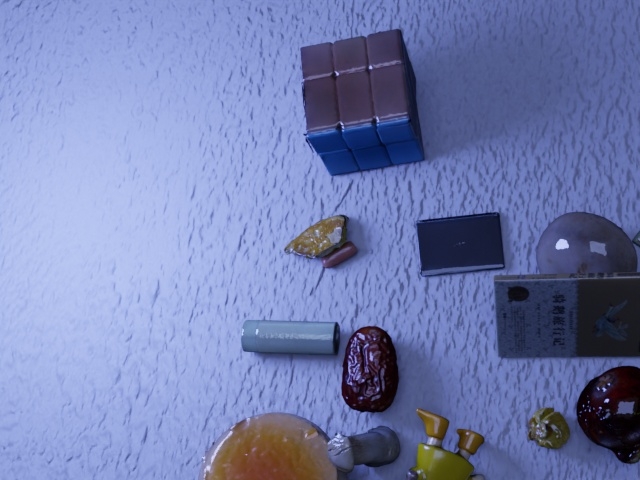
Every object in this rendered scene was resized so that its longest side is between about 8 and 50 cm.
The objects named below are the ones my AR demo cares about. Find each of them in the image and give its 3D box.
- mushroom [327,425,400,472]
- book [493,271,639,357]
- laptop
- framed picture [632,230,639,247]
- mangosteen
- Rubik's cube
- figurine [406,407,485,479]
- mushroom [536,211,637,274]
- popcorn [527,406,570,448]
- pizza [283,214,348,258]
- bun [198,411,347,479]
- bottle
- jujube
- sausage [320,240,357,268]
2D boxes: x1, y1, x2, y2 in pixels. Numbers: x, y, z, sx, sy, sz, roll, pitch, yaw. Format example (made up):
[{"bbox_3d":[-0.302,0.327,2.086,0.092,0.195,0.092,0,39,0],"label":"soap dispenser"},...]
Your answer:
[{"bbox_3d":[0.087,0.402,1.760,0.092,0.223,0.081,-2,83,25],"label":"mushroom"},{"bbox_3d":[0.495,0.147,1.765,0.311,0.216,0.021,-2,39,12],"label":"book"},{"bbox_3d":[0.297,0.007,1.945,0.180,0.016,0.129,-6,71,11],"label":"laptop"},{"bbox_3d":[0.805,-0.002,1.837,0.274,0.017,0.217,36,84,20],"label":"framed picture"},{"bbox_3d":[0.577,0.331,1.715,0.166,0.166,0.180,-42,94,-3],"label":"mangosteen"},{"bbox_3d":[0.092,-0.292,1.973,0.225,0.231,0.221,-9,70,11],"label":"Rubik's cube"},{"bbox_3d":[0.194,0.504,1.731,0.215,0.187,0.343,21,71,3],"label":"figurine"},{"bbox_3d":[0.540,0.030,1.812,0.204,0.204,0.204,-4,72,11],"label":"mushroom"},{"bbox_3d":[0.441,0.364,1.767,0.084,0.084,0.084,-4,72,11],"label":"popcorn"},{"bbox_3d":[0.000,0.000,1.991,0.160,0.035,0.099,-33,45,-1],"label":"pizza"},{"bbox_3d":[-0.094,0.492,1.798,0.299,0.164,0.298,-2,58,3],"label":"bun"},{"bbox_3d":[-0.063,0.205,1.930,0.202,0.072,0.072,0,73,13],"label":"bottle"},{"bbox_3d":[0.101,0.261,1.859,0.112,0.109,0.176,12,69,-20],"label":"jujube"},{"bbox_3d":[0.040,0.032,1.983,0.083,0.034,0.034,-30,69,3],"label":"sausage"}]
